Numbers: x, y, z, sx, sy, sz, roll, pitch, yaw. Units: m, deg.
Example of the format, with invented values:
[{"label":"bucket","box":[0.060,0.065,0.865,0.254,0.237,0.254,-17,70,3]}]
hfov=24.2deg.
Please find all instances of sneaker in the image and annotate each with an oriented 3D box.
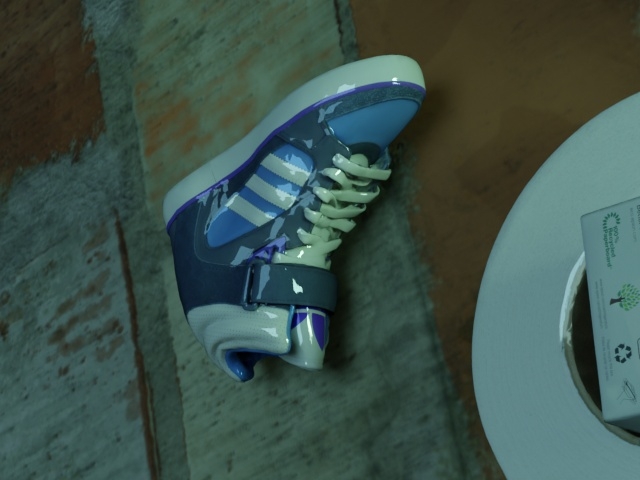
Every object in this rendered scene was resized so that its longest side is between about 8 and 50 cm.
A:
[{"label":"sneaker","box":[-0.001,0.000,1.411,0.323,0.130,0.236,-32,65,26]}]

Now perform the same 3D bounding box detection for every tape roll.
[{"label":"tape roll","box":[0.290,0.066,1.137,0.392,0.072,0.392,-16,66,39]}]

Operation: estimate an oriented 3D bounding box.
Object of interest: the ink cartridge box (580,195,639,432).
[{"label":"ink cartridge box","box":[0.338,0.019,1.014,0.332,0.065,0.165,-19,63,39]}]
